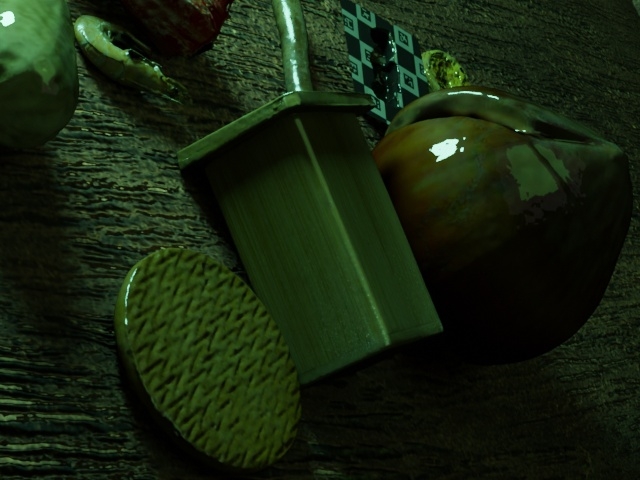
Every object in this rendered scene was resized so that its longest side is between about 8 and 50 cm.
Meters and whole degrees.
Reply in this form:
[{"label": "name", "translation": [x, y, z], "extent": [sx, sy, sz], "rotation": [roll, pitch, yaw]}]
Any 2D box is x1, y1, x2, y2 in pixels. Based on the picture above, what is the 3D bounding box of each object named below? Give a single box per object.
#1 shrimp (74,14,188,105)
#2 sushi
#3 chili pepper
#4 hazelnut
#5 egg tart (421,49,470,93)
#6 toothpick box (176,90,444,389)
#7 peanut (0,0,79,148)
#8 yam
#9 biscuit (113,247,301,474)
[{"label": "shrimp", "translation": [-0.223, -0.211, 1.586], "extent": [0.162, 0.045, 0.095], "rotation": [29, 19, -33]}, {"label": "sushi", "translation": [0.089, -0.245, 2.062], "extent": [0.192, 0.050, 0.215], "rotation": [21, 51, -42]}, {"label": "chili pepper", "translation": [-0.220, -0.341, 1.621], "extent": [0.252, 0.136, 0.144], "rotation": [40, 68, -31]}, {"label": "hazelnut", "translation": [0.224, -0.031, 1.778], "extent": [0.409, 0.359, 0.359], "rotation": [40, 29, -60]}, {"label": "egg tart", "translation": [0.202, -0.258, 2.248], "extent": [0.128, 0.049, 0.129], "rotation": [30, 44, -33]}, {"label": "toothpick box", "translation": [0.000, 0.000, 1.577], "extent": [0.187, 0.190, 0.308], "rotation": [-8, 73, -59]}, {"label": "peanut", "translation": [-0.308, -0.188, 1.340], "extent": [0.129, 0.129, 0.224], "rotation": [30, 31, -39]}, {"label": "yam", "translation": [-0.028, -0.230, 1.881], "extent": [0.045, 0.045, 0.327], "rotation": [70, 7, -59]}, {"label": "biscuit", "translation": [-0.117, 0.126, 1.411], "extent": [0.262, 0.037, 0.262], "rotation": [37, 36, -33]}]
